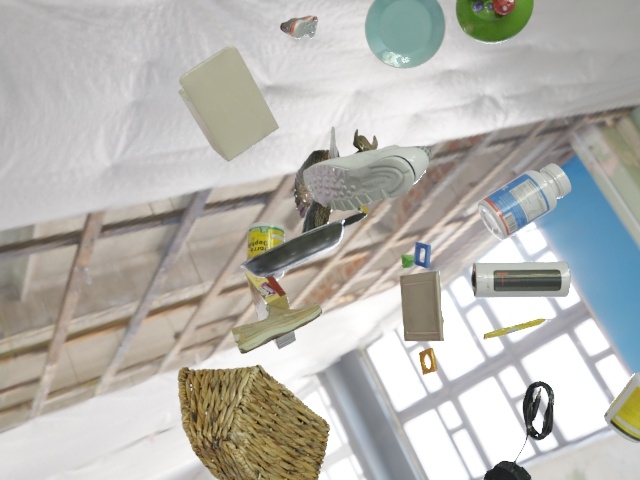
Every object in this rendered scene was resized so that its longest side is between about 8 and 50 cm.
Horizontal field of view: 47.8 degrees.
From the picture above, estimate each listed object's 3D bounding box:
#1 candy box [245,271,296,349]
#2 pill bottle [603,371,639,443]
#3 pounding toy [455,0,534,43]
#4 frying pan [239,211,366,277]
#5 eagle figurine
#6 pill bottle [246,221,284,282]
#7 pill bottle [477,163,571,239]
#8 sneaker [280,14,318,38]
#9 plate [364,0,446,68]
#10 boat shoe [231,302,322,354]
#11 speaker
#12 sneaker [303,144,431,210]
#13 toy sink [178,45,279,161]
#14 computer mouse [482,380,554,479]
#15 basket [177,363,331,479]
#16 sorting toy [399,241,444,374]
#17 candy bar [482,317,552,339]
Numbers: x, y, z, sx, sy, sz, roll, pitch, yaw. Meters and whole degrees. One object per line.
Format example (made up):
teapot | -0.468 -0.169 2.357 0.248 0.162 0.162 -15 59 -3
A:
candy box | -0.111 0.150 1.629 0.053 0.109 0.186 -27 -38 -17
pill bottle | 0.755 0.374 1.687 0.103 0.103 0.184 1 -58 -57
pounding toy | 0.404 -0.589 1.678 0.183 0.236 0.110 8 1 18
frying pan | -0.027 0.012 1.305 0.197 0.053 0.326 -25 -4 15
eagle figurine | 0.028 -0.125 1.799 0.298 0.225 0.226 -35 -11 20
pill bottle | -0.169 0.058 2.217 0.118 0.208 0.117 1 -19 0
pill bottle | 0.536 -0.106 1.890 0.222 0.124 0.124 -31 -17 -4
sneaker | -0.056 -0.564 1.885 0.158 0.065 0.061 -35 -38 -63
plate | 0.196 -0.494 1.671 0.188 0.188 0.024 -33 7 18
boat shoe | -0.090 0.161 1.471 0.190 0.072 0.068 -24 -4 -13
speaker | 0.293 0.058 1.064 0.136 0.055 0.055 0 -17 4
sneaker | 0.075 -0.112 1.215 0.235 0.090 0.095 -1 33 39
toy sink | -0.230 -0.331 1.691 0.153 0.131 0.234 -36 -55 -9
computer mouse | 0.297 0.322 1.066 0.041 0.071 0.241 13 -79 -39
basket | -0.158 0.410 1.472 0.223 0.213 0.299 -9 -41 34
sorting toy | 0.275 0.177 1.897 0.047 0.347 0.196 0 -7 -25
candy bar | 0.449 0.201 1.658 0.162 0.018 0.040 -18 -12 8
